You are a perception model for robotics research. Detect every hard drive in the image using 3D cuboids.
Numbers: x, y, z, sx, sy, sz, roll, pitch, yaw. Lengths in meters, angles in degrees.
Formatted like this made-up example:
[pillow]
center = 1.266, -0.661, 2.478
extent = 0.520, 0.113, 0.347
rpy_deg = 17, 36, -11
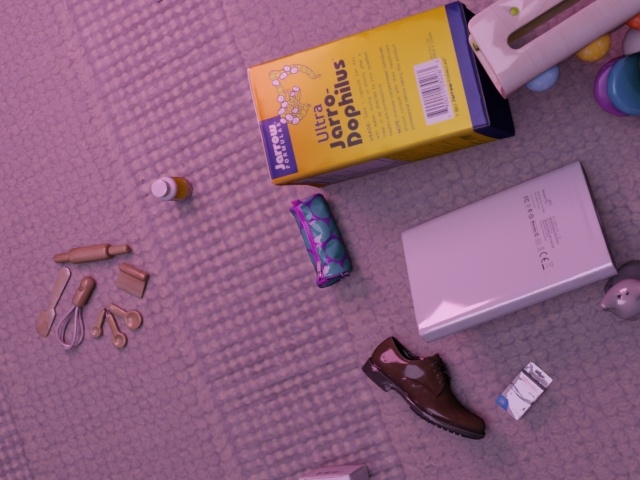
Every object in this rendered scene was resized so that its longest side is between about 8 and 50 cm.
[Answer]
[hard drive]
center = 0.282, 0.017, 1.628
extent = 0.308, 0.040, 0.203
rpy_deg = -23, 51, 21

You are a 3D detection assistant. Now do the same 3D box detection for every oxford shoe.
[oxford shoe]
center = 0.180, 0.236, 1.703
extent = 0.227, 0.083, 0.096
rpy_deg = 36, 99, 16

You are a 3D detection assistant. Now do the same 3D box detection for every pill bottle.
[pill bottle]
center = -0.265, -0.091, 1.865
extent = 0.043, 0.083, 0.043
rpy_deg = 1, 92, 21

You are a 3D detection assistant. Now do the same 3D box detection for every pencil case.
[pencil case]
center = 0.000, 0.000, 1.772
extent = 0.064, 0.070, 0.151
rpy_deg = -27, 80, 37

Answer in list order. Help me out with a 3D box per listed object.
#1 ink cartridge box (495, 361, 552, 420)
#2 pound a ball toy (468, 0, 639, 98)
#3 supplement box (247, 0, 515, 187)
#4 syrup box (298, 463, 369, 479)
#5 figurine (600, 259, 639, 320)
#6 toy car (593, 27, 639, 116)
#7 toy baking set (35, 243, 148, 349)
[ink cartridge box]
center = 0.324, 0.239, 1.674
extent = 0.048, 0.028, 0.083
rpy_deg = 41, 105, 15
[pound a ball toy]
center = 0.371, -0.317, 1.465
extent = 0.319, 0.208, 0.135
rpy_deg = -31, 88, 8
[supplement box]
center = 0.097, -0.219, 1.660
extent = 0.357, 0.194, 0.195
rpy_deg = -14, 86, 21
[syrup box]
center = 0.037, 0.501, 1.758
extent = 0.093, 0.096, 0.236
rpy_deg = -9, 87, 21
[figurine]
center = 0.503, 0.050, 1.502
extent = 0.215, 0.209, 0.092
rpy_deg = -28, 81, 20
[toy car]
center = 0.465, -0.234, 1.528
extent = 0.136, 0.182, 0.159
rpy_deg = -17, 100, 25
[toy baking set]
center = -0.435, 0.106, 1.965
extent = 0.256, 0.030, 0.196
rpy_deg = -3, 90, 21
